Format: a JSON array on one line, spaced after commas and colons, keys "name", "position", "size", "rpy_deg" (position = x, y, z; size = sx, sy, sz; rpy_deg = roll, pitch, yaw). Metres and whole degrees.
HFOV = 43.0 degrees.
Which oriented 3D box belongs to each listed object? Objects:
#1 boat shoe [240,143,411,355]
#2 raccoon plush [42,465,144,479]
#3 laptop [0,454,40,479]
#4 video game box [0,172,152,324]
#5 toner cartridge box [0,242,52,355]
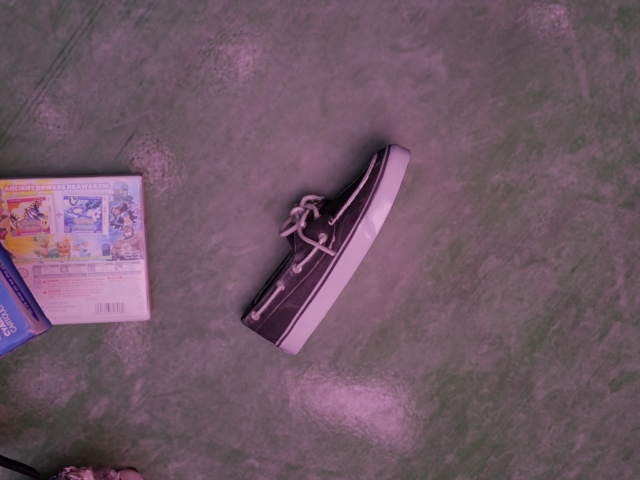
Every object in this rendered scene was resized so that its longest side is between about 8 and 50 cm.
[{"name": "boat shoe", "position": [0.000, -0.001, 1.023], "size": [0.105, 0.113, 0.306], "rpy_deg": [30, 112, -5]}, {"name": "raccoon plush", "position": [-0.259, 0.467, 0.941], "size": [0.216, 0.446, 0.299], "rpy_deg": [-34, 116, 15]}, {"name": "laptop", "position": [-0.519, 0.276, 0.957], "size": [0.234, 0.264, 0.136], "rpy_deg": [43, 58, -43]}, {"name": "video game box", "position": [-0.321, 0.011, 1.022], "size": [0.205, 0.048, 0.187], "rpy_deg": [-2, 103, -6]}, {"name": "toner cartridge box", "position": [-0.451, -0.011, 0.855], "size": [0.165, 0.075, 0.347], "rpy_deg": [-31, 93, -3]}]
